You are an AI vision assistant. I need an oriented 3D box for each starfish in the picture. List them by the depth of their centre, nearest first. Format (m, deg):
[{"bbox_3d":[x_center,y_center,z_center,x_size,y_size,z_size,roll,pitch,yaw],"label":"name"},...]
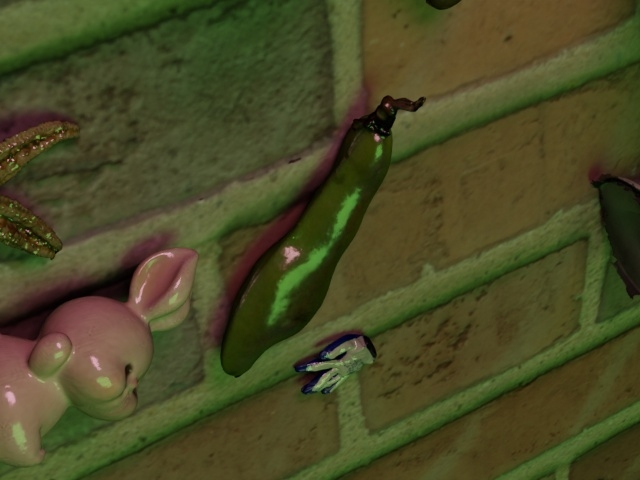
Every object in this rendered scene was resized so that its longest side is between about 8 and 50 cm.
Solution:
[{"bbox_3d":[-0.254,-0.011,0.800,0.213,0.057,0.238,-54,162,-3],"label":"starfish"}]

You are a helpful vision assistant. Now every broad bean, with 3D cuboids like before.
[{"bbox_3d":[-0.005,-0.005,1.023,0.325,0.067,0.075,-60,166,20],"label":"broad bean"}]

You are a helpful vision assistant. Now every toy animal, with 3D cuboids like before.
[{"bbox_3d":[-0.176,0.092,0.933,0.212,0.124,0.124,-26,138,-10],"label":"toy animal"}]

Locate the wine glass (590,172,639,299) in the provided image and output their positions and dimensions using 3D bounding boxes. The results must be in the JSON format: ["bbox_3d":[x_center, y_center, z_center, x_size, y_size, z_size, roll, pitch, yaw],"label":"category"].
[{"bbox_3d":[0.478,-0.065,1.243,0.357,0.190,0.190,-25,138,-10],"label":"wine glass"}]

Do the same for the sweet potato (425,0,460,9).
[{"bbox_3d":[0.091,-0.282,0.823,0.097,0.097,0.292,-18,144,-24],"label":"sweet potato"}]

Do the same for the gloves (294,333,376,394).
[{"bbox_3d":[0.014,0.125,1.178,0.086,0.026,0.064,-37,139,4],"label":"gloves"}]
